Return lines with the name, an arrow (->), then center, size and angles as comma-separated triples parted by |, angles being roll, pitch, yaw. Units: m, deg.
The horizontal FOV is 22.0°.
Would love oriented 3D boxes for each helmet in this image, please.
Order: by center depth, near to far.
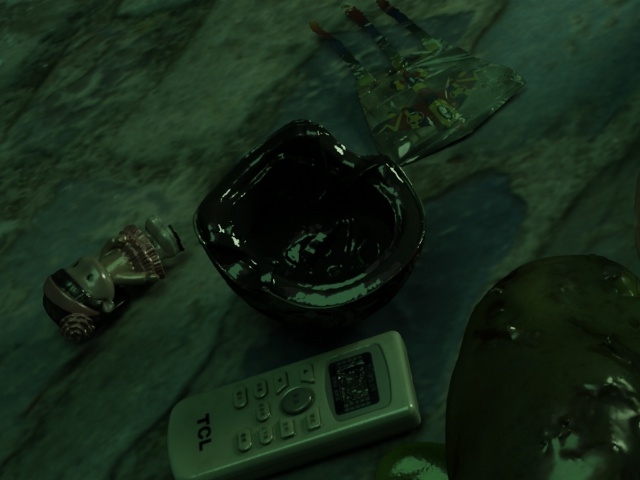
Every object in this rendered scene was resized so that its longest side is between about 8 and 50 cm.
helmet -> -0.004, 0.006, 1.279 | 0.177, 0.107, 0.153 | 33, 63, 24

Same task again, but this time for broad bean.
broad bean -> 0.079, 0.166, 1.115 | 0.083, 0.045, 0.063 | 13, 55, 26

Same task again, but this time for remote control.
remote control -> -0.023, 0.128, 1.214 | 0.190, 0.029, 0.087 | -18, 41, 9

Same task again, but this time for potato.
potato -> 0.154, 0.126, 1.034 | 0.165, 0.165, 0.262 | -4, 46, 23

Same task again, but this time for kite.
kite -> 0.073, -0.155, 1.470 | 0.141, 0.015, 0.245 | -30, 45, -7

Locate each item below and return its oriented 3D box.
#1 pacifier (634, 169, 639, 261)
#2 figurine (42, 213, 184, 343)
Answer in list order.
pacifier -> 0.353, 0.009, 1.021 | 0.332, 0.273, 0.220 | 19, 84, 37
figurine -> -0.171, 0.034, 1.375 | 0.129, 0.054, 0.072 | -33, 56, -19
